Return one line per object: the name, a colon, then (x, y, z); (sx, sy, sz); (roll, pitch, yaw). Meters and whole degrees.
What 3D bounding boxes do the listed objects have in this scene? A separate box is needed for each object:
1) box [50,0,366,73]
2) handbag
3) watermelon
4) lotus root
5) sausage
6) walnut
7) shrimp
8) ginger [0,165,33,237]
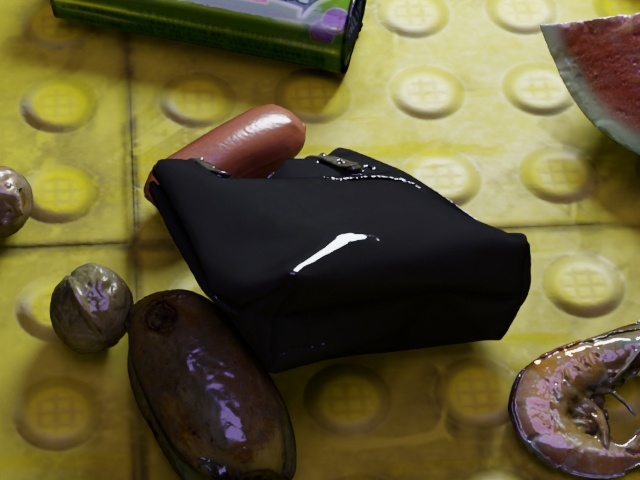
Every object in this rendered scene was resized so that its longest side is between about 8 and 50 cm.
box: (-0.121, -0.284, 2.123); (0.345, 0.097, 0.134); (12, 60, 6)
handbag: (0.000, 0.000, 1.847); (0.342, 0.152, 0.288); (-4, 34, -36)
watermelon: (0.387, -0.183, 2.036); (0.260, 0.176, 0.256); (1, 38, 27)
lotus root: (-0.104, 0.145, 1.757); (0.123, 0.124, 0.241); (-13, 54, -23)
sausage: (-0.099, -0.084, 1.980); (0.194, 0.077, 0.077); (-33, 59, -26)
walnut: (-0.224, 0.066, 1.844); (0.092, 0.092, 0.092); (2, 50, -2)
shrimp: (0.301, 0.146, 1.833); (0.251, 0.052, 0.143); (-27, 67, -14)
ginger: (-0.397, -0.046, 1.929); (0.204, 0.080, 0.104); (5, 18, 0)
